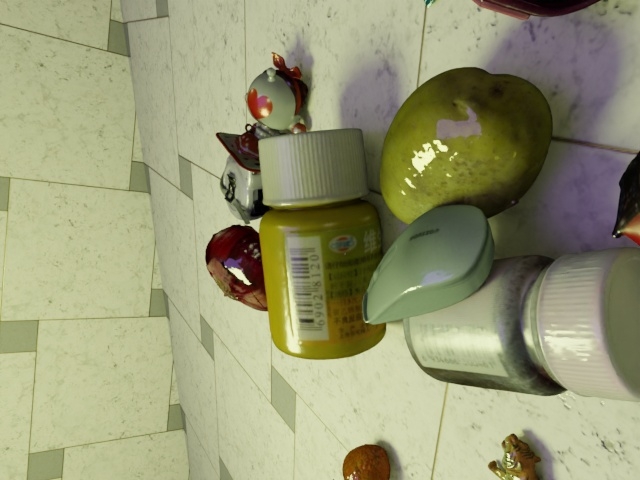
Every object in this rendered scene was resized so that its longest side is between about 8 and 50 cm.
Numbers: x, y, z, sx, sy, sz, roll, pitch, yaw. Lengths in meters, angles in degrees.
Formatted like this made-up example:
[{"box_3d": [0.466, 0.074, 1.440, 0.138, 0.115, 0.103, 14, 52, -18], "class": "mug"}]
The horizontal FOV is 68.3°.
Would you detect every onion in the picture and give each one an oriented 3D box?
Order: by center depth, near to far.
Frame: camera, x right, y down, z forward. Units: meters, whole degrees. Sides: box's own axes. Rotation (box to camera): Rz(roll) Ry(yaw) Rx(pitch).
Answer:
[{"box_3d": [-0.159, 0.053, 1.172, 0.252, 0.219, 0.252, 31, 164, 10], "class": "onion"}]

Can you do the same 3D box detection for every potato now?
[{"box_3d": [0.179, -0.112, 0.611, 0.197, 0.149, 0.228, 37, 146, 27], "class": "potato"}]

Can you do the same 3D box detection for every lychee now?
[{"box_3d": [0.092, 0.492, 0.992, 0.114, 0.101, 0.140, -98, 20, -77], "class": "lychee"}]

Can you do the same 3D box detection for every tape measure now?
[{"box_3d": [-0.201, -0.138, 1.259, 0.196, 0.105, 0.178, 22, 118, 53], "class": "tape measure"}]

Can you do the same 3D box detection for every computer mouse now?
[{"box_3d": [0.121, 0.030, 0.603, 0.231, 0.079, 0.128, -34, 27, 50], "class": "computer mouse"}]

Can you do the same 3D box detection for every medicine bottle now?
[{"box_3d": [0.244, 0.100, 0.566, 0.273, 0.165, 0.165, -16, 86, 57], "class": "medicine bottle"}, {"box_3d": [0.000, 0.000, 0.865, 0.224, 0.224, 0.384, 9, 109, 57], "class": "medicine bottle"}]

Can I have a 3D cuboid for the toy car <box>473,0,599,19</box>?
[{"box_3d": [0.208, -0.393, 0.418, 0.240, 0.271, 0.340, -103, 28, -44], "class": "toy car"}]

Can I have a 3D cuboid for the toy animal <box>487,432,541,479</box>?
[{"box_3d": [0.292, 0.402, 0.685, 0.099, 0.057, 0.241, -28, 75, 57], "class": "toy animal"}]

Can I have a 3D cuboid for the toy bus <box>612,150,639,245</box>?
[{"box_3d": [0.369, -0.093, 0.341, 0.147, 0.128, 0.302, 53, 139, 28], "class": "toy bus"}]

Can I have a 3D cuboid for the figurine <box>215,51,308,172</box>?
[{"box_3d": [-0.108, -0.290, 1.042, 0.183, 0.160, 0.226, 49, 129, 39], "class": "figurine"}]

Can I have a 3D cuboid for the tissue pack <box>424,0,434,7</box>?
[{"box_3d": [0.154, -0.420, 0.674, 0.085, 0.028, 0.138, -36, 66, 56], "class": "tissue pack"}]
